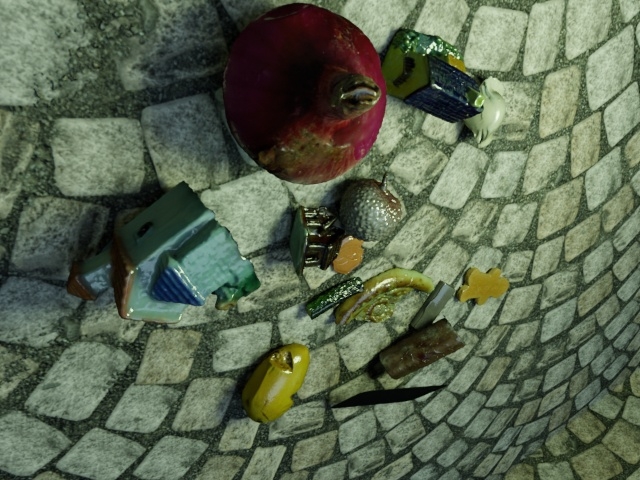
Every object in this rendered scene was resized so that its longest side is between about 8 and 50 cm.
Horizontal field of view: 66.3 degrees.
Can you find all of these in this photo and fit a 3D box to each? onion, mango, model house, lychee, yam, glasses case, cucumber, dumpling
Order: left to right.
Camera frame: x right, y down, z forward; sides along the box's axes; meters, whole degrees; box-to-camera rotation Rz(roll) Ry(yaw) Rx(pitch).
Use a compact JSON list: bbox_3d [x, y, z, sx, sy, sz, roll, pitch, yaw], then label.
[{"bbox_3d":[-0.329,0.076,1.004,0.329,0.295,0.251,-33,126,-13],"label":"model house"},{"bbox_3d":[-0.127,0.419,1.451,0.167,0.130,0.262,23,100,-41],"label":"mango"},{"bbox_3d":[-0.007,-0.272,0.929,0.348,0.385,0.348,-6,105,-23],"label":"onion"},{"bbox_3d":[0.001,-0.006,1.275,0.152,0.106,0.165,-3,124,-28],"label":"model house"},{"bbox_3d":[0.043,0.166,1.441,0.187,0.058,0.058,-28,129,-14],"label":"cucumber"},{"bbox_3d":[0.134,-0.086,1.268,0.165,0.165,0.197,15,125,-36],"label":"lychee"},{"bbox_3d":[0.345,0.366,1.663,0.280,0.131,0.131,-33,133,16],"label":"yam"},{"bbox_3d":[0.392,0.230,1.702,0.072,0.042,0.190,25,104,-30],"label":"glasses case"},{"bbox_3d":[0.272,-0.379,1.140,0.194,0.211,0.170,13,113,-35],"label":"model house"},{"bbox_3d":[0.457,-0.351,1.344,0.127,0.108,0.188,-20,116,-51],"label":"dumpling"}]

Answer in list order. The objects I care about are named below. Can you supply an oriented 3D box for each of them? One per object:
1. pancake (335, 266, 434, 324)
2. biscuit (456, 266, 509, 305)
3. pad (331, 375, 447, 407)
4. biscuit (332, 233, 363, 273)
[{"bbox_3d":[0.207,0.191,1.556,0.376,0.054,0.197,-21,128,-17],"label":"pancake"},{"bbox_3d":[0.595,0.164,1.784,0.240,0.035,0.158,9,116,-34],"label":"biscuit"},{"bbox_3d":[0.218,0.534,1.735,0.375,0.063,0.315,7,146,-30],"label":"pad"},{"bbox_3d":[0.080,0.040,1.409,0.102,0.019,0.130,-6,122,-27],"label":"biscuit"}]
